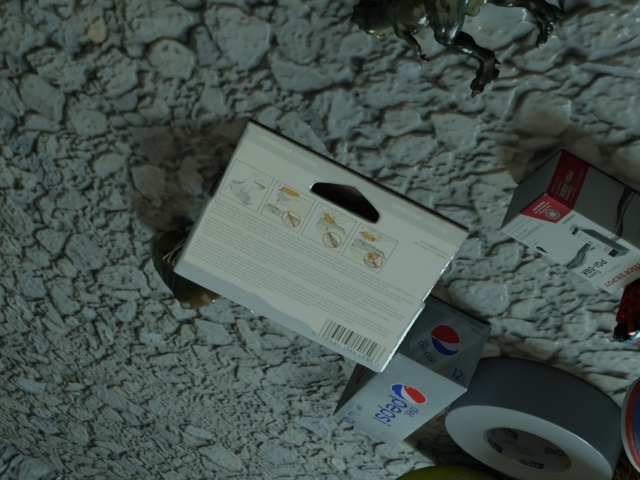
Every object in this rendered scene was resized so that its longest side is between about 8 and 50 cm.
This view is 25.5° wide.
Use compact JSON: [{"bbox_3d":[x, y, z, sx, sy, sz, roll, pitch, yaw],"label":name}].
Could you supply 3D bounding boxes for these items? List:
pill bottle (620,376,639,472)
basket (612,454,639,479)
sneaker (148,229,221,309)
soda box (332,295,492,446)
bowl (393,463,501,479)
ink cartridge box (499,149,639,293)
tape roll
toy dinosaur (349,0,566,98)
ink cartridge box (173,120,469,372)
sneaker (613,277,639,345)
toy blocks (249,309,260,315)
[{"bbox_3d":[0.443,0.196,1.514,0.124,0.124,0.221,40,149,-29],"label":"pill bottle"},{"bbox_3d":[0.379,0.453,1.844,0.223,0.299,0.213,36,150,-17],"label":"basket"},{"bbox_3d":[-0.171,0.030,1.744,0.086,0.064,0.192,58,167,-13],"label":"sneaker"},{"bbox_3d":[0.110,0.169,1.779,0.098,0.091,0.286,28,153,-3],"label":"soda box"},{"bbox_3d":[0.231,0.429,2.002,0.289,0.289,0.156,35,129,-19],"label":"bowl"},{"bbox_3d":[0.257,-0.015,1.358,0.135,0.056,0.099,29,152,-8],"label":"ink cartridge box"},{"bbox_3d":[0.271,0.234,1.787,0.219,0.072,0.219,19,153,10],"label":"tape roll"},{"bbox_3d":[0.124,-0.190,1.151,0.118,0.064,0.268,41,147,-17],"label":"toy dinosaur"},{"bbox_3d":[0.000,0.000,1.593,0.275,0.060,0.239,27,126,-4],"label":"ink cartridge box"},{"bbox_3d":[0.374,0.055,1.338,0.125,0.104,0.262,26,154,-8],"label":"sneaker"},{"bbox_3d":[-0.029,0.058,1.736,0.148,0.054,0.123,7,148,30],"label":"toy blocks"}]
